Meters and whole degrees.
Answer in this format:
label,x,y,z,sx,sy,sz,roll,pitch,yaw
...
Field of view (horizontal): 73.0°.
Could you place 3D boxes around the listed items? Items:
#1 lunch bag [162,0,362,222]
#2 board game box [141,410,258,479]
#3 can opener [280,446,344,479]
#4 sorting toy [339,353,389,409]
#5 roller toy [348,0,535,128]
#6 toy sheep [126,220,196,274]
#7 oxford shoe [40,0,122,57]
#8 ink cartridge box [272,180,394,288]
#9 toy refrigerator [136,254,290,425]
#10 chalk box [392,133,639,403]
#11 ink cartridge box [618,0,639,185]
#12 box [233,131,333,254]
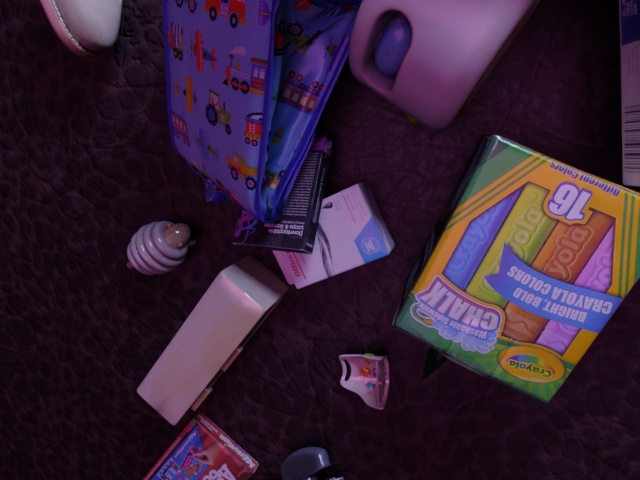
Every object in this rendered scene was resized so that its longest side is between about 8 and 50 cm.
label,x,y,z,sx,sy,sz,roll,pitch,yaw
lunch bag,-0.106,-0.176,0.538,0.221,0.138,0.293,36,120,32
board game box,-0.249,0.458,0.816,0.145,0.027,0.281,40,110,3
can opener,-0.080,0.442,0.748,0.281,0.074,0.093,-35,57,19
sorting toy,0.063,0.202,0.655,0.075,0.045,0.083,2,104,24
roller toy,0.126,-0.233,0.451,0.146,0.191,0.209,36,110,7
toy sheep,-0.255,0.013,0.681,0.132,0.091,0.091,-34,91,21
oxford shoe,-0.284,-0.446,0.558,0.147,0.140,0.396,8,107,8
ink cartridge box,0.000,0.000,0.614,0.180,0.060,0.104,-23,95,21
toy refrigerator,-0.166,0.159,0.681,0.094,0.102,0.269,41,110,4
chalk box,0.205,0.046,0.502,0.179,0.180,0.288,26,110,10
ink cartridge box,0.384,-0.173,0.386,0.224,0.045,0.223,-9,101,-3
box,-0.051,-0.065,0.585,0.116,0.029,0.161,5,77,30
